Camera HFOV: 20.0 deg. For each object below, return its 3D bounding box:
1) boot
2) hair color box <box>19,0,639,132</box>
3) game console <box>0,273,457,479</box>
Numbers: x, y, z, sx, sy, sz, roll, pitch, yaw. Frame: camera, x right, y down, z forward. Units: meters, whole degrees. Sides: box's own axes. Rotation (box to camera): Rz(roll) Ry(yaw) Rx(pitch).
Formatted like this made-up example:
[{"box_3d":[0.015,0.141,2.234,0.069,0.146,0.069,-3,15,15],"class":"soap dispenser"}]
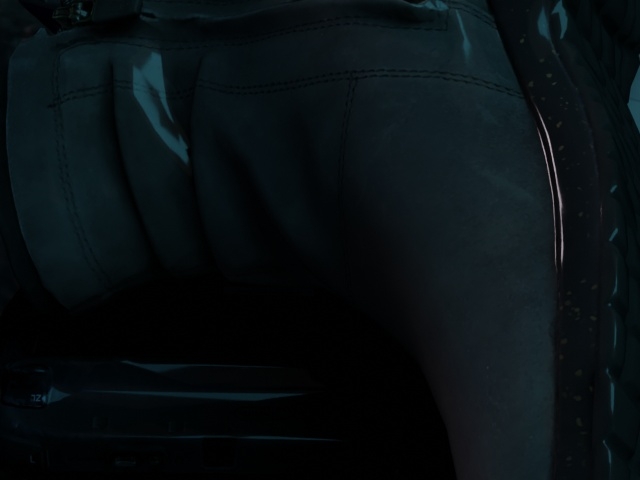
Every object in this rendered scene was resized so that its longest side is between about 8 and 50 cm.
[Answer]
[{"box_3d":[0.000,0.000,0.587,0.223,0.118,0.338,-14,55,19],"class":"boot"},{"box_3d":[0.072,-0.116,0.712,0.339,0.110,0.185,18,78,23],"class":"hair color box"},{"box_3d":[0.061,0.042,0.673,0.361,0.044,0.213,2,28,-3],"class":"game console"}]
